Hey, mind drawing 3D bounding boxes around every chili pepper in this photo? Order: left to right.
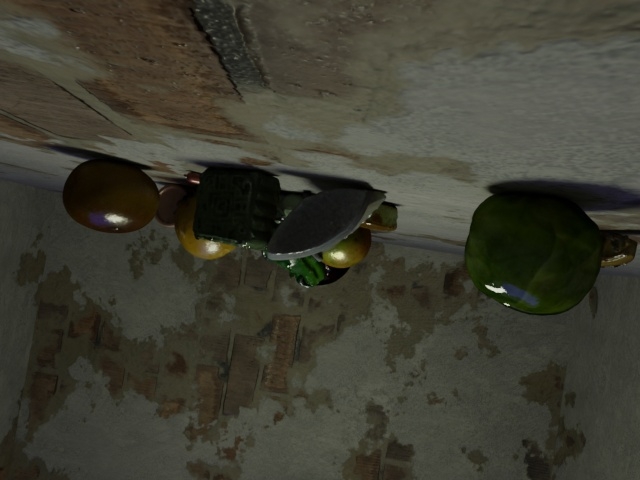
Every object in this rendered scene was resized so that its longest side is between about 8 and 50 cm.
[{"bbox_3d":[-0.101,0.008,1.503,0.213,0.167,0.385,35,166,37],"label":"chili pepper"}]

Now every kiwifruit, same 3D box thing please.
[{"bbox_3d":[-0.539,-0.112,1.215,0.196,0.196,0.234,8,176,31],"label":"kiwifruit"}]

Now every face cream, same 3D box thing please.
[{"bbox_3d":[-0.483,-0.112,1.586,0.149,0.149,0.104,8,177,19],"label":"face cream"}]

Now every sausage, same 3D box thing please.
[{"bbox_3d":[-0.257,-0.149,1.235,0.223,0.029,0.029,10,178,-36],"label":"sausage"}]

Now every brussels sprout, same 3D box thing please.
[{"bbox_3d":[0.380,0.018,0.834,0.219,0.210,0.271,13,-164,23],"label":"brussels sprout"}]

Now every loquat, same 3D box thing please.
[{"bbox_3d":[-0.350,-0.061,1.450,0.243,0.244,0.244,9,178,0],"label":"loquat"}]

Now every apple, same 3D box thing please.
[{"bbox_3d":[0.061,-0.013,1.422,0.196,0.196,0.196,9,178,0],"label":"apple"}]

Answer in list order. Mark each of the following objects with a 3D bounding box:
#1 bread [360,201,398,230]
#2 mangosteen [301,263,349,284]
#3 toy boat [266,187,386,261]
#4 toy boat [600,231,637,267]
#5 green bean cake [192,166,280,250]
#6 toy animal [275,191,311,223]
[{"bbox_3d":[0.129,-0.069,1.236,0.140,0.069,0.128,11,178,-20],"label":"bread"},{"bbox_3d":[-0.011,0.046,2.063,0.306,0.307,0.347,9,-174,-12],"label":"mangosteen"},{"bbox_3d":[0.026,-0.040,1.070,0.276,0.111,0.293,-35,169,21],"label":"toy boat"},{"bbox_3d":[0.620,0.013,1.155,0.121,0.089,0.321,22,173,-22],"label":"toy boat"},{"bbox_3d":[-0.194,-0.074,1.043,0.181,0.173,0.094,10,180,27],"label":"green bean cake"},{"bbox_3d":[-0.052,-0.084,1.274,0.225,0.094,0.121,7,178,30],"label":"toy animal"}]
